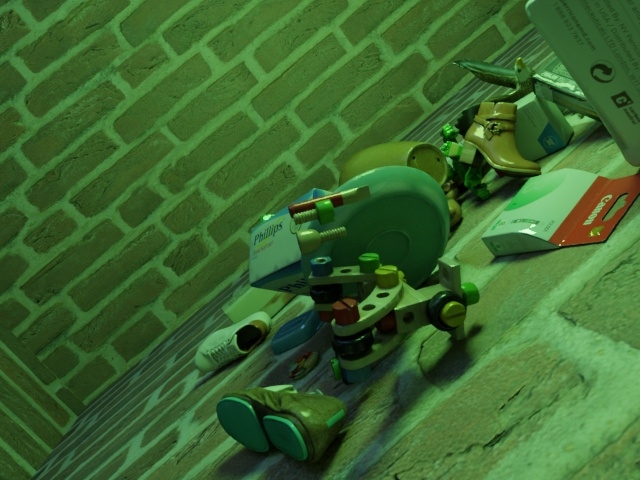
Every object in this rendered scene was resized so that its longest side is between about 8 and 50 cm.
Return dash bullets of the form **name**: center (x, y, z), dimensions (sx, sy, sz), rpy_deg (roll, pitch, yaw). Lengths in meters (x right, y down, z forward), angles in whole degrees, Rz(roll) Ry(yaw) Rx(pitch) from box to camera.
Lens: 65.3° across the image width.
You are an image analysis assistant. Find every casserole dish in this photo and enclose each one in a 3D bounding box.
- **casserole dish**: center (-0.065, 0.237, 1.321), dimensions (0.188, 0.037, 0.114), rpy_deg (-32, 13, 36)

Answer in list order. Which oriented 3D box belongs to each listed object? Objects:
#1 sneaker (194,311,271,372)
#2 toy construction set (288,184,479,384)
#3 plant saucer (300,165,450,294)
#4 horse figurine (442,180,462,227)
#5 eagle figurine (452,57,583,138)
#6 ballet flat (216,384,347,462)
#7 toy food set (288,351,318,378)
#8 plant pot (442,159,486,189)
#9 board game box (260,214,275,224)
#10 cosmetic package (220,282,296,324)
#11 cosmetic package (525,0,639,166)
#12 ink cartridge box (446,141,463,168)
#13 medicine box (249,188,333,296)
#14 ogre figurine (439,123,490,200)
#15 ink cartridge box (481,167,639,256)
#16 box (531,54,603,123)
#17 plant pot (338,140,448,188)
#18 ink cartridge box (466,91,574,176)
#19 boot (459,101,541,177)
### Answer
- **sneaker**: center (-0.286, 0.325, 1.547), dimensions (0.290, 0.106, 0.123), rpy_deg (-37, 8, 10)
- **toy construction set**: center (0.102, 0.055, 0.793), dimensions (0.237, 0.309, 0.257), rpy_deg (-16, -8, -6)
- **plant saucer**: center (0.119, 0.014, 0.947), dimensions (0.317, 0.317, 0.044), rpy_deg (-40, 38, 1)
- **horse figurine**: center (0.289, -0.061, 1.239), dimensions (0.174, 0.066, 0.263), rpy_deg (-41, 4, 17)
- **eagle figurine**: center (0.511, -0.399, 1.313), dimensions (0.298, 0.225, 0.226), rpy_deg (-9, 32, 30)
- **ballet flat**: center (-0.066, 0.301, 0.872), dimensions (0.124, 0.116, 0.342), rpy_deg (-22, -2, -35)
- **toy food set**: center (-0.039, 0.274, 1.100), dimensions (0.082, 0.020, 0.083), rpy_deg (-41, 10, -5)
- **plant pot**: center (0.405, -0.196, 1.441), dimensions (0.236, 0.032, 0.236), rpy_deg (-41, 1, 1)
- **board game box**: center (0.000, 0.000, 1.313), dimensions (0.317, 0.046, 0.213), rpy_deg (-1, -25, -8)
- **cosmetic package**: center (-0.191, 0.188, 1.744), dimensions (0.296, 0.129, 0.153), rpy_deg (-41, 11, -12)
- **cosmetic package**: center (0.596, -0.373, 0.706), dimensions (0.393, 0.329, 0.327), rpy_deg (-43, 9, -20)
- **ink cartridge box**: center (0.357, -0.209, 1.506), dimensions (0.208, 0.045, 0.206), rpy_deg (-42, 1, 19)
- **medicine box**: center (0.027, 0.027, 1.120), dimensions (0.263, 0.289, 0.149), rpy_deg (-28, 57, 50)
- **ogre figurine**: center (0.361, -0.187, 1.249), dimensions (0.097, 0.197, 0.118), rpy_deg (-49, -13, 9)
- **ink cartridge box**: center (0.403, -0.058, 0.839), dimensions (0.181, 0.056, 0.224), rpy_deg (-44, 9, -22)
- **box**: center (0.586, -0.336, 1.016), dimensions (0.183, 0.056, 0.231), rpy_deg (-41, 47, -4)
- **plant pot**: center (0.202, -0.155, 1.274), dimensions (0.237, 0.237, 0.254), rpy_deg (-43, 10, -19)
- **ink cartridge box**: center (0.465, -0.248, 1.215), dimensions (0.078, 0.134, 0.231), rpy_deg (-47, 11, -36)
- **boot**: center (0.414, -0.227, 1.113), dimensions (0.073, 0.197, 0.152), rpy_deg (11, -80, -54)
